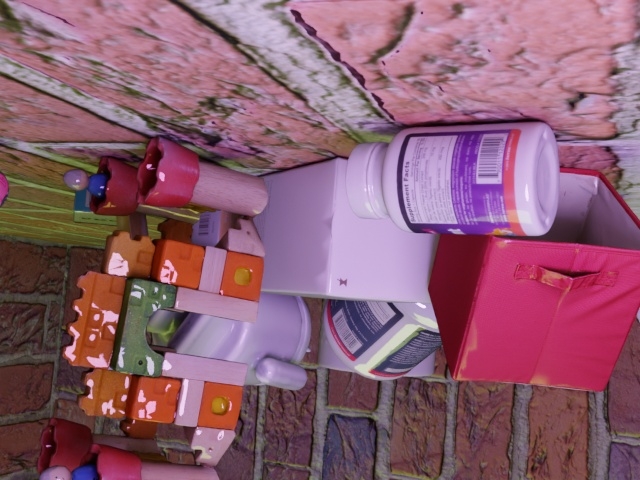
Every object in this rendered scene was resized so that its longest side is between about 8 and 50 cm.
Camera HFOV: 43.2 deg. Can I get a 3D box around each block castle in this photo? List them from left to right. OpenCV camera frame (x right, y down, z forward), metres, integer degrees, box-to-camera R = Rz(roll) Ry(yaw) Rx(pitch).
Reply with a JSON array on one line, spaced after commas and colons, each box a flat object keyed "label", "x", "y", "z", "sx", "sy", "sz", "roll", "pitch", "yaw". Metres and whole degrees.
[{"label": "block castle", "x": -0.246, "y": 0.109, "z": 1.048, "sx": 0.212, "sy": 0.453, "sz": 0.303, "roll": 14, "pitch": 171, "yaw": -30}]

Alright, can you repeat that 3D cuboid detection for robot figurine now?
[{"label": "robot figurine", "x": -0.146, "y": 0.143, "z": 1.376, "sx": 0.300, "sy": 0.200, "sz": 0.353, "roll": 46, "pitch": -169, "yaw": 28}]

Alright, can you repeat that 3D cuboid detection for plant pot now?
[{"label": "plant pot", "x": -0.308, "y": 0.009, "z": 1.331, "sx": 0.032, "sy": 0.236, "sz": 0.236, "roll": -5, "pitch": 179, "yaw": -18}]

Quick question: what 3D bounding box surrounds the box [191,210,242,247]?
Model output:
[{"label": "box", "x": -0.135, "y": -0.018, "z": 1.450, "sx": 0.170, "sy": 0.130, "sz": 0.091, "roll": 8, "pitch": 173, "yaw": -40}]

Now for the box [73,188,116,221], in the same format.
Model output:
[{"label": "box", "x": -0.415, "y": -0.068, "z": 1.537, "sx": 0.100, "sy": 0.060, "sz": 0.244, "roll": 6, "pitch": 175, "yaw": -17}]

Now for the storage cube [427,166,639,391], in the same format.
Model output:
[{"label": "storage cube", "x": 0.240, "y": 0.038, "z": 0.928, "sx": 0.183, "sy": 0.193, "sz": 0.215, "roll": 5, "pitch": -148, "yaw": -6}]

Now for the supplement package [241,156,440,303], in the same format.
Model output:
[{"label": "supplement package", "x": 0.019, "y": -0.005, "z": 1.162, "sx": 0.175, "sy": 0.178, "sz": 0.293, "roll": 7, "pitch": 175, "yaw": -28}]

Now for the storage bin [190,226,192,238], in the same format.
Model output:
[{"label": "storage bin", "x": -0.222, "y": -0.026, "z": 1.508, "sx": 0.091, "sy": 0.135, "sz": 0.098, "roll": -6, "pitch": -178, "yaw": -35}]

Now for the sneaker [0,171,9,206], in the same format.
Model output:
[{"label": "sneaker", "x": -0.535, "y": -0.088, "z": 1.176, "sx": 0.299, "sy": 0.121, "sz": 0.112, "roll": 5, "pitch": -152, "yaw": 43}]

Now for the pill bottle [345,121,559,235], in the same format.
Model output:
[{"label": "pill bottle", "x": 0.127, "y": -0.060, "z": 0.796, "sx": 0.193, "sy": 0.108, "sz": 0.108, "roll": 2, "pitch": 175, "yaw": 31}]

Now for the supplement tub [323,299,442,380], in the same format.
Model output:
[{"label": "supplement tub", "x": 0.141, "y": 0.090, "z": 1.303, "sx": 0.191, "sy": 0.191, "sz": 0.272, "roll": 7, "pitch": 144, "yaw": -29}]

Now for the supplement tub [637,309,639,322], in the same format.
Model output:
[{"label": "supplement tub", "x": 0.773, "y": 0.109, "z": 1.499, "sx": 0.324, "sy": 0.235, "sz": 0.235, "roll": 7, "pitch": 175, "yaw": -26}]

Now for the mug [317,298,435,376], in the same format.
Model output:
[{"label": "mug", "x": 0.146, "y": 0.142, "z": 1.945, "sx": 0.276, "sy": 0.328, "sz": 0.374, "roll": 4, "pitch": 176, "yaw": 7}]
